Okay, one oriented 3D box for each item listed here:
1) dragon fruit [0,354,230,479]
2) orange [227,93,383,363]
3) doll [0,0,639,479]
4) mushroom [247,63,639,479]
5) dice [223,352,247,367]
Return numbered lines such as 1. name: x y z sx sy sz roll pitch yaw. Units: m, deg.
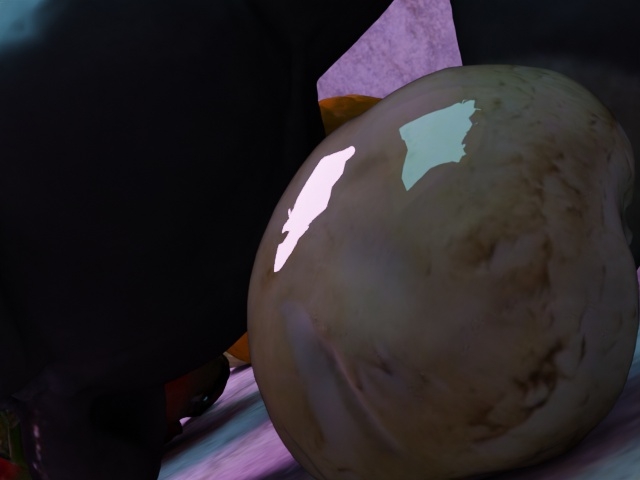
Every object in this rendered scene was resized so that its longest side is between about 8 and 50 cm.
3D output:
1. dragon fruit: -0.155 0.066 1.065 0.192 0.193 0.274 -56 -10 21
2. orange: 0.001 -0.003 0.932 0.178 0.155 0.177 -25 10 5
3. doll: -0.029 -0.062 0.703 0.379 0.382 0.252 5 -21 37
4. mushroom: 0.040 0.014 0.522 0.112 0.148 0.148 17 -23 -28
5. dice: -0.042 -0.006 1.367 0.166 0.169 0.169 -26 3 22
